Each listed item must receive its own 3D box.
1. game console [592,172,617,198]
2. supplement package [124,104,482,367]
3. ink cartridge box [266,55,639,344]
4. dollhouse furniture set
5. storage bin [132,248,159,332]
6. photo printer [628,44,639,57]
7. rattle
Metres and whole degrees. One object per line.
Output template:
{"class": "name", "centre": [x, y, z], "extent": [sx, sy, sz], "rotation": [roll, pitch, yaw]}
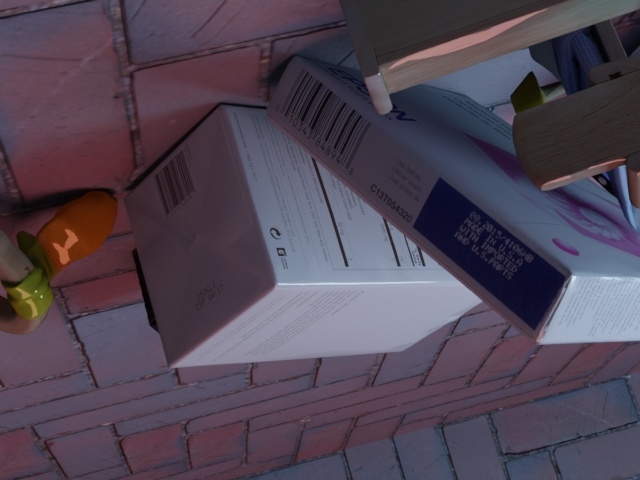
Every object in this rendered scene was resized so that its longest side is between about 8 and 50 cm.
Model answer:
{"class": "game console", "centre": [0.303, -0.072, 1.411], "extent": [0.071, 0.107, 0.122], "rotation": [-42, 167, -15]}
{"class": "supplement package", "centre": [0.000, 0.000, 1.192], "extent": [0.293, 0.175, 0.177], "rotation": [1, 152, -41]}
{"class": "ink cartridge box", "centre": [0.171, -0.032, 1.058], "extent": [0.330, 0.324, 0.071], "rotation": [2, 120, -46]}
{"class": "dollhouse furniture set", "centre": [0.153, -0.081, 0.923], "extent": [0.198, 0.286, 0.303], "rotation": [-19, 150, 7]}
{"class": "storage bin", "centre": [-0.094, 0.037, 1.363], "extent": [0.180, 0.084, 0.122], "rotation": [-17, 161, 4]}
{"class": "photo printer", "centre": [0.428, -0.183, 1.139], "extent": [0.256, 0.107, 0.307], "rotation": [-9, 159, -22]}
{"class": "rattle", "centre": [-0.304, 0.009, 1.195], "extent": [0.130, 0.143, 0.199], "rotation": [36, 150, -27]}
